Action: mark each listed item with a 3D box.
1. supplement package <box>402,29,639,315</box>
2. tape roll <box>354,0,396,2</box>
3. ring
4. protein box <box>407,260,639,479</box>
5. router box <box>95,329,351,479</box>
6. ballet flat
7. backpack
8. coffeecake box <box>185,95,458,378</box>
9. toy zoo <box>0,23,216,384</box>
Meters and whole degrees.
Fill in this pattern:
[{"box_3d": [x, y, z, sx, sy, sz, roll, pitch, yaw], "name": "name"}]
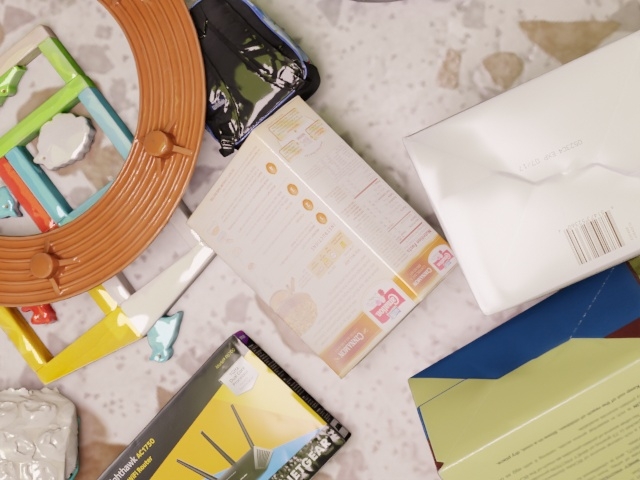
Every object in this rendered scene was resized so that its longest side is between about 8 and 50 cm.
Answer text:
[{"box_3d": [0.187, -0.052, 1.223, 0.194, 0.203, 0.149, -24, 90, 9], "name": "supplement package"}, {"box_3d": [0.045, -0.335, 1.283, 0.286, 0.100, 0.286, 0, 92, 7], "name": "tape roll"}, {"box_3d": [-0.253, -0.113, 1.316, 0.337, 0.032, 0.336, -1, 85, 18], "name": "ring"}, {"box_3d": [0.209, 0.162, 1.226, 0.200, 0.136, 0.201, -31, 116, 8], "name": "protein box"}, {"box_3d": [-0.083, 0.185, 1.350, 0.133, 0.046, 0.179, 43, 97, 4], "name": "router box"}, {"box_3d": [-0.400, 0.230, 1.341, 0.409, 0.147, 0.147, -23, 89, 9], "name": "ballet flat"}, {"box_3d": [-0.069, -0.141, 1.314, 0.105, 0.084, 0.114, -42, 81, 8], "name": "backpack"}, {"box_3d": [0.000, 0.000, 1.283, 0.185, 0.068, 0.142, 45, 139, 4], "name": "coffeecake box"}, {"box_3d": [-0.222, -0.013, 1.368, 0.192, 0.030, 0.293, -37, 87, 8], "name": "toy zoo"}]
